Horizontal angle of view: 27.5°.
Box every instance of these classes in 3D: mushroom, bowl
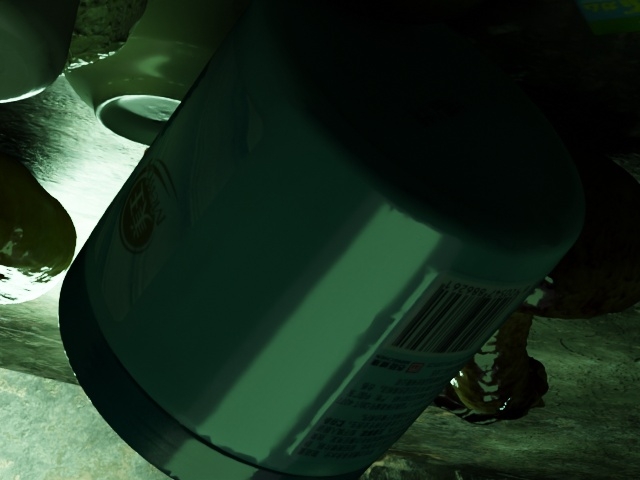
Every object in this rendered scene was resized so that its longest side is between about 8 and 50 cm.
[{"bbox_3d":[0.169,0.040,1.408,0.331,0.356,0.334,25,-170,-3],"label":"mushroom"},{"bbox_3d":[-0.141,-0.167,1.241,0.237,0.126,0.238,6,160,2],"label":"bowl"}]

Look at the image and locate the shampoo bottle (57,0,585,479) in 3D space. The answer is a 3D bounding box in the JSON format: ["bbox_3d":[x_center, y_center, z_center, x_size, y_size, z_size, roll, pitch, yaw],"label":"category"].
[{"bbox_3d":[0.000,0.000,1.113,0.331,0.331,0.343,20,126,-29],"label":"shampoo bottle"}]

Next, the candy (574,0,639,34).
[{"bbox_3d":[0.230,-0.229,0.995,0.097,0.062,0.194,-3,158,27],"label":"candy"}]

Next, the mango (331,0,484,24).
[{"bbox_3d":[0.044,-0.232,0.994,0.133,0.111,0.267,-24,150,38],"label":"mango"}]

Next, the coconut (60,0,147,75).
[{"bbox_3d":[-0.218,-0.226,1.030,0.194,0.194,0.194,8,161,3],"label":"coconut"}]

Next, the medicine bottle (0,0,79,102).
[{"bbox_3d":[-0.205,-0.241,0.793,0.157,0.289,0.157,7,160,3],"label":"medicine bottle"}]

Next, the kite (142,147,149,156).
[{"bbox_3d":[-0.096,-0.122,1.513,0.321,0.016,0.234,0,160,22],"label":"kite"}]

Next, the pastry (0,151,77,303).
[{"bbox_3d":[-0.496,-0.027,1.753,0.356,0.164,0.356,5,156,2],"label":"pastry"}]
